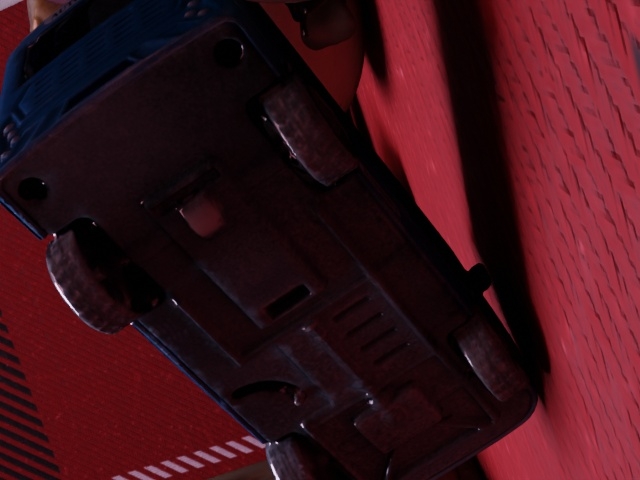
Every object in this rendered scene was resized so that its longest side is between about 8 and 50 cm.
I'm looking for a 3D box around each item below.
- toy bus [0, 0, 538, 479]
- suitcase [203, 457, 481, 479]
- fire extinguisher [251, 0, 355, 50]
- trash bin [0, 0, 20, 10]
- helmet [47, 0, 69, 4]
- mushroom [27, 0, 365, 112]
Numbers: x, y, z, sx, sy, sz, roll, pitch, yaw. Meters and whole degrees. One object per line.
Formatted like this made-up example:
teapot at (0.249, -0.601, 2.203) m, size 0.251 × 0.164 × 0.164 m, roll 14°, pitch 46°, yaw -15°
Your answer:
toy bus at (-0.016, 0.001, 0.512) m, size 0.246 × 0.113 × 0.134 m, roll 48°, pitch -167°, yaw -36°
suitcase at (-0.020, 0.290, 0.879) m, size 0.351 × 0.339 × 0.194 m, roll -107°, pitch 0°, yaw -69°
fire extinguisher at (-0.023, -0.158, 0.331) m, size 0.344 × 0.102 × 0.138 m, roll 75°, pitch 175°, yaw -66°
trash bin at (-0.216, -0.316, 0.823) m, size 0.296 × 0.367 × 0.256 m, roll 71°, pitch 179°, yaw -52°
helmet at (-0.133, -0.238, 0.540) m, size 0.271 × 0.197 × 0.338 m, roll 50°, pitch 177°, yaw 16°
mushroom at (-0.065, -0.138, 0.773) m, size 0.206 × 0.209 × 0.206 m, roll 44°, pitch 154°, yaw 28°
